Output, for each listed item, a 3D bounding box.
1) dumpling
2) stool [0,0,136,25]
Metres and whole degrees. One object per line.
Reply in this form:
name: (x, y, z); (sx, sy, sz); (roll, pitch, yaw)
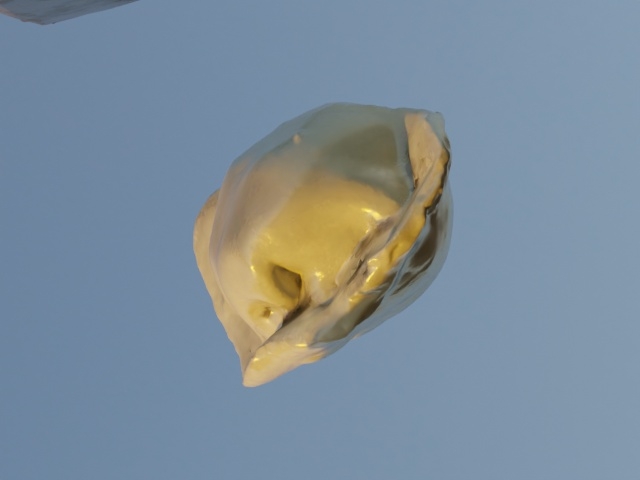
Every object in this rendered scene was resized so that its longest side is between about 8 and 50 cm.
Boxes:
dumpling: (0.000, 0.000, 1.066); (0.132, 0.250, 0.162); (17, -115, -32)
stool: (-0.003, -0.212, 0.441); (0.310, 0.310, 0.226); (-23, -91, 3)
